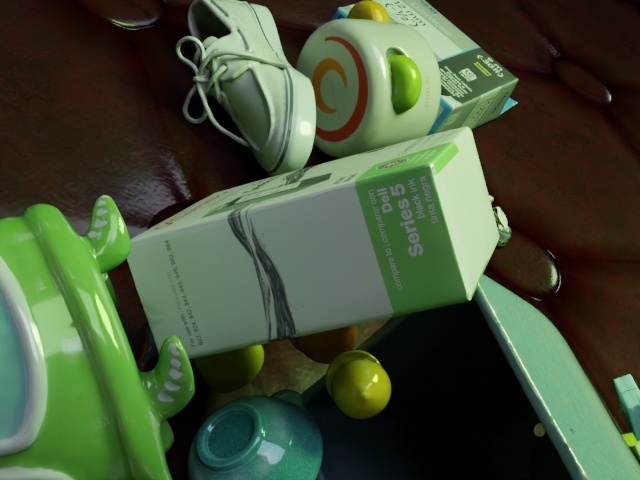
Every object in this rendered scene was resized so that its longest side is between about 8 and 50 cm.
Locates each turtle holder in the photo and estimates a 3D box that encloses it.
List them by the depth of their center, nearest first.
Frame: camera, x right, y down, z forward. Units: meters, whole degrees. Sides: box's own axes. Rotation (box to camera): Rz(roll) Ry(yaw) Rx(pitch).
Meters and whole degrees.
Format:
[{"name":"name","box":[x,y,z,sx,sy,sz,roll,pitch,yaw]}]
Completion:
[{"name":"turtle holder","box":[-0.231,0.141,0.716,0.228,0.243,0.320,-19,95,-23]}]

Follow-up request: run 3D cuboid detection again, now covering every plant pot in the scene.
[{"name":"plant pot","box":[0.170,0.212,0.885,0.252,0.247,0.247,20,36,-44]}]

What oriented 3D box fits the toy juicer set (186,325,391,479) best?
[{"name":"toy juicer set","box":[-0.029,0.187,0.815,0.329,0.209,0.089,-90,157,-46]}]

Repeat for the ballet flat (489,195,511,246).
[{"name":"ballet flat","box":[0.248,-0.043,1.360,0.041,0.041,0.114,-4,50,-37]}]

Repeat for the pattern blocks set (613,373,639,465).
[{"name":"pattern blocks set","box":[0.356,0.301,0.894,0.026,0.324,0.285,-20,37,8]}]

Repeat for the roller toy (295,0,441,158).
[{"name":"roller toy","box":[0.068,-0.216,1.300,0.146,0.191,0.209,-9,50,-40]}]

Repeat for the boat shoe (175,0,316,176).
[{"name":"boat shoe","box":[-0.121,-0.224,1.228,0.157,0.135,0.367,9,41,-27]}]

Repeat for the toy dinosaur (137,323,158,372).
[{"name":"toy dinosaur","box":[-0.167,0.107,0.934,0.090,0.047,0.082,10,40,35]}]

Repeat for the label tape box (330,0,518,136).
[{"name":"label tape box","box":[0.188,-0.299,1.537,0.249,0.115,0.348,44,41,14]}]

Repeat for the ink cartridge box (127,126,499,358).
[{"name":"ink cartridge box","box":[0.000,0.000,0.798,0.198,0.273,0.114,-42,117,-68]}]
